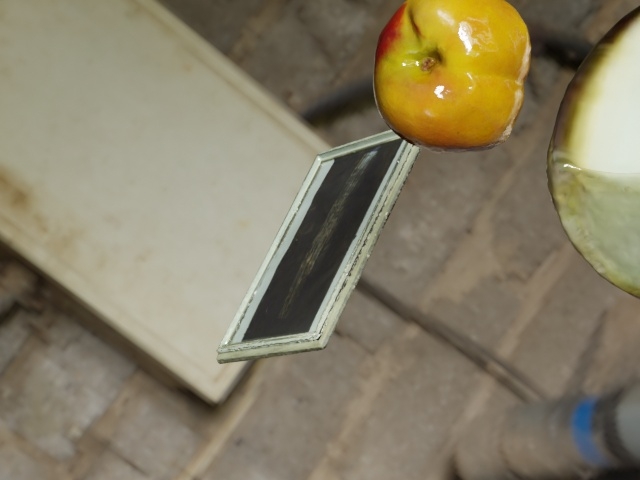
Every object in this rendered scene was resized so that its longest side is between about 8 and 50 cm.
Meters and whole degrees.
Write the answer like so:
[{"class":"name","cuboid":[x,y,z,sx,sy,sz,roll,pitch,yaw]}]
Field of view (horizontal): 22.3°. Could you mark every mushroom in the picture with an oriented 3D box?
[{"class":"mushroom","cuboid":[0.329,-0.060,1.099,0.292,0.212,0.217,-2,43,29]}]

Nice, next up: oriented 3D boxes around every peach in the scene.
[{"class":"peach","cuboid":[0.107,-0.138,1.307,0.138,0.138,0.138,-47,16,18]}]

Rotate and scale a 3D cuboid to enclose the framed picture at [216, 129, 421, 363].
[{"class":"framed picture","cuboid":[0.000,0.000,1.772,0.231,0.018,0.293,-14,44,57]}]
